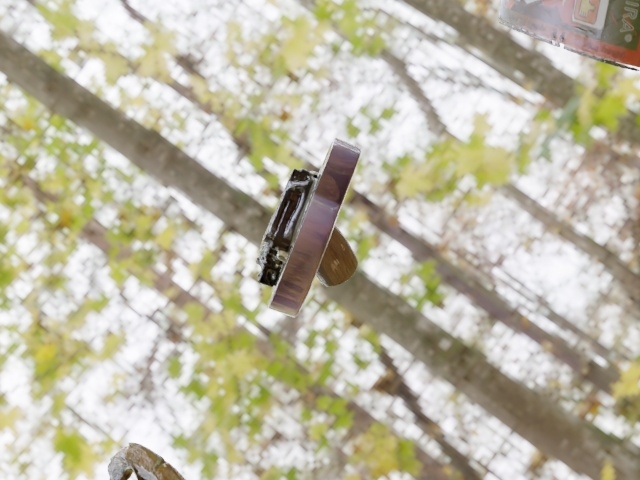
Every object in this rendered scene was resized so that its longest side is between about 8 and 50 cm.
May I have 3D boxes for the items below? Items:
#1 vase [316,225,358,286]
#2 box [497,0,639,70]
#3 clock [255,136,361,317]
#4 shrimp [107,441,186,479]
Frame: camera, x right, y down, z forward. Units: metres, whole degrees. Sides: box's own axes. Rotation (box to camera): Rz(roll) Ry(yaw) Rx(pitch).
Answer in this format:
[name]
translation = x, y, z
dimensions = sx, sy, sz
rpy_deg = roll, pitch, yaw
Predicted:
[vase]
translation = 0.000, 0.000, 1.573
dimensions = 0.053, 0.053, 0.100
rpy_deg = -46, -54, -21
[box]
translation = 0.248, -0.237, 1.021
dimensions = 0.148, 0.177, 0.195
rpy_deg = -4, -67, -32
[clock]
translation = -0.023, -0.009, 1.436
dimensions = 0.172, 0.064, 0.198
rpy_deg = 117, 176, -57
[shrimp]
translation = -0.229, 0.364, 1.779
dimensions = 0.058, 0.169, 0.296
rpy_deg = -25, -21, -38
